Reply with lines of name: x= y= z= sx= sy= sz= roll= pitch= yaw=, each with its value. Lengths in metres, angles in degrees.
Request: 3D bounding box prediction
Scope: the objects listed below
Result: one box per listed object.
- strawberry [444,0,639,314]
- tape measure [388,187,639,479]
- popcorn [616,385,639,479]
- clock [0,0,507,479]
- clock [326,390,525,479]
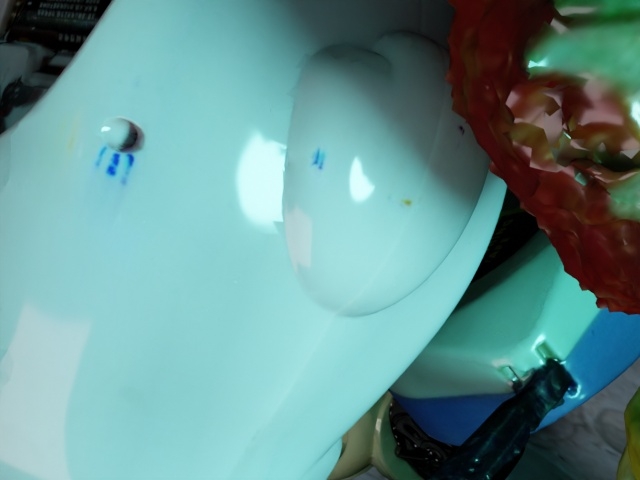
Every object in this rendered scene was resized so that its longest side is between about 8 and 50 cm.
strawberry: x=0.186 y=-0.083 z=0.704 sx=0.312 sy=0.267 sz=0.351 roll=24 pitch=176 yaw=-8
tape measure: x=0.084 y=0.066 z=0.927 sx=0.098 sy=0.351 sz=0.215 roll=52 pitch=149 yaw=-17
popcorn: x=0.318 y=0.176 z=0.863 sx=0.382 sy=0.349 sz=0.349 roll=-12 pitch=133 yaw=11
clock: x=-0.094 y=-0.019 z=0.865 sx=0.251 sy=0.376 sz=0.368 roll=23 pitch=174 yaw=-38
clock: x=-0.027 y=0.075 z=1.357 sx=0.379 sy=0.120 sz=0.276 roll=47 pitch=150 yaw=-1
